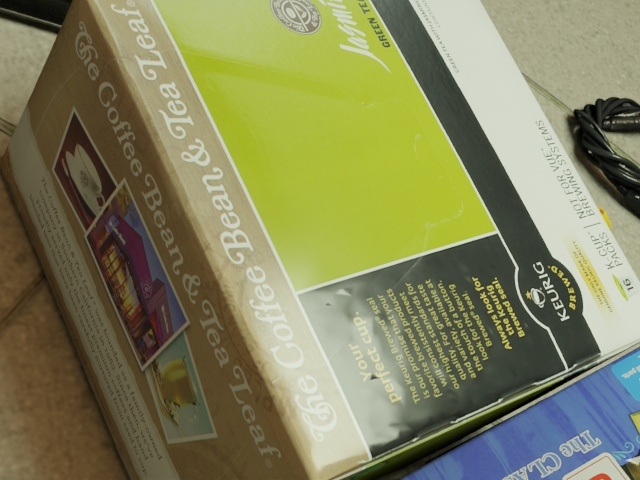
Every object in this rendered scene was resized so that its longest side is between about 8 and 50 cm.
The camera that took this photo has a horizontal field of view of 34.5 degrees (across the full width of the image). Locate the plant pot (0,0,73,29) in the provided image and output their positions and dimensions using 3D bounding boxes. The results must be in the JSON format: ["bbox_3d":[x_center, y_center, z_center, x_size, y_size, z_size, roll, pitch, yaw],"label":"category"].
[{"bbox_3d":[-0.208,-0.297,0.809,0.187,0.188,0.167,12,46,-25],"label":"plant pot"}]

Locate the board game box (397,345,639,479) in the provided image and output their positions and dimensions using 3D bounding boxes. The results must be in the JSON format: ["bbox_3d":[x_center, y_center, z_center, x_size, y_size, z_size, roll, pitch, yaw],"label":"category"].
[{"bbox_3d":[0.211,0.231,0.592,0.319,0.066,0.318,-26,60,-17],"label":"board game box"}]

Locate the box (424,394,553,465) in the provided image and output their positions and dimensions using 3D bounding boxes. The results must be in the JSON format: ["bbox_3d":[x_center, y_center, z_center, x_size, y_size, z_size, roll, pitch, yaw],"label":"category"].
[{"bbox_3d":[0.194,0.223,0.762,0.108,0.153,0.207,-10,70,-36],"label":"box"}]

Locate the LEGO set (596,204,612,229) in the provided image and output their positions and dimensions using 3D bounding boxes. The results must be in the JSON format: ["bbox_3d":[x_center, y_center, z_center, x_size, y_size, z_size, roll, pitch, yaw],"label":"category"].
[{"bbox_3d":[0.207,-0.026,0.959,0.093,0.087,0.227,-2,66,-32],"label":"LEGO set"}]

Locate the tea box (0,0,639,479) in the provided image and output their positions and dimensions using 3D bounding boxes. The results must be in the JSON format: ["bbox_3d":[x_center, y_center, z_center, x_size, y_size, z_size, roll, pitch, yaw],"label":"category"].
[{"bbox_3d":[0.000,0.000,0.729,0.323,0.220,0.329,-14,71,-37],"label":"tea box"}]

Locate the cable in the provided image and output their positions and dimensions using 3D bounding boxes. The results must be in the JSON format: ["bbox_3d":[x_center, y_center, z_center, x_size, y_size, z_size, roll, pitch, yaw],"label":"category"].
[{"bbox_3d":[0.351,-0.095,1.113,0.184,0.047,0.150,35,51,-9],"label":"cable"}]
